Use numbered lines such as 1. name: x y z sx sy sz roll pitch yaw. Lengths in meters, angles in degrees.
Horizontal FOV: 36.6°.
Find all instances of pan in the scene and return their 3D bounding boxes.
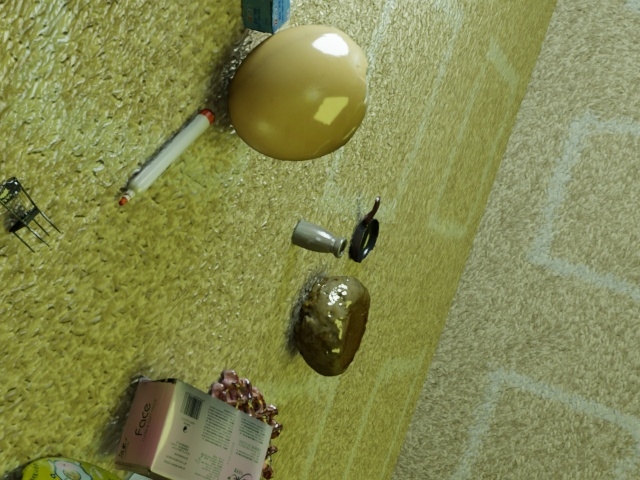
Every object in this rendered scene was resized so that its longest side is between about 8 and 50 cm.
1. pan: 0.108 -0.033 2.265 0.115 0.040 0.212 -54 163 -37

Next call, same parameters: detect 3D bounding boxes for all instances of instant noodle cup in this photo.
1. instant noodle cup: -0.341 0.400 1.296 0.144 0.182 0.182 -63 162 9

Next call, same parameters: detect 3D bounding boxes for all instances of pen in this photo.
1. pen: -0.212 -0.115 1.338 0.218 0.026 0.026 -54 155 -39

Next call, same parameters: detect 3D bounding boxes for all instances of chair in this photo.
1. chair: -0.334 -0.028 1.087 0.086 0.042 0.037 54 49 -24

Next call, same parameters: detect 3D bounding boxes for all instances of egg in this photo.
1. egg: -0.035 -0.218 1.461 0.244 0.201 0.201 -29 137 -42

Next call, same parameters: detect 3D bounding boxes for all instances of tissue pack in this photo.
1. tissue pack: -0.198 0.327 1.542 0.246 0.092 0.149 38 58 -45

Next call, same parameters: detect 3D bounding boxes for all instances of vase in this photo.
1. vase: 0.000 0.000 1.914 0.053 0.100 0.053 -55 157 -38

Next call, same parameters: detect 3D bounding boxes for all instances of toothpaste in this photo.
1. toothpaste: -0.078 -0.426 1.361 0.066 0.053 0.272 -57 157 -43

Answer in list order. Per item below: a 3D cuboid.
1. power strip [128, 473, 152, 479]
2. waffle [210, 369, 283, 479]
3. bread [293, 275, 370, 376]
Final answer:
1. power strip: -0.276 0.425 1.586 0.338 0.098 0.058 -49 149 -46
2. waffle: -0.157 0.373 1.807 0.221 0.055 0.234 52 41 -35
3. bread: 0.024 0.181 2.130 0.230 0.122 0.230 14 90 -69
